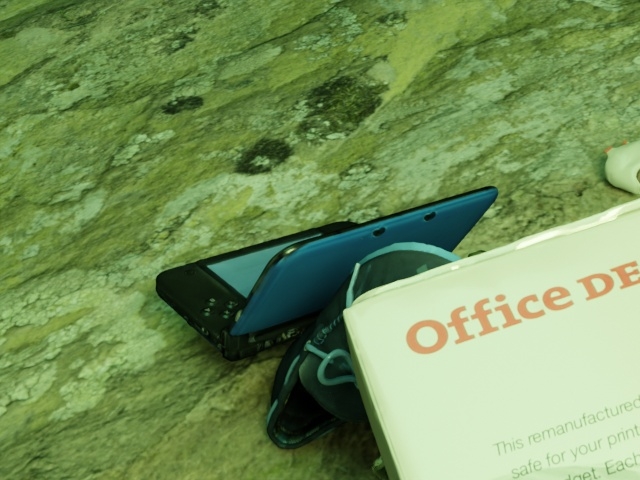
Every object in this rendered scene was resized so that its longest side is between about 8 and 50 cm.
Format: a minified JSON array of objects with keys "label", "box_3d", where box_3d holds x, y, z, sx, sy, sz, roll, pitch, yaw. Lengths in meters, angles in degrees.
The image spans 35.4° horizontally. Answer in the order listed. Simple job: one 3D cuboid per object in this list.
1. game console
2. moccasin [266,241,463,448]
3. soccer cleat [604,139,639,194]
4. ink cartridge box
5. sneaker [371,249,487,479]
[{"label":"game console","box_3d":[0.000,0.000,1.087,0.293,0.173,0.250,-16,33,-34]},{"label":"moccasin","box_3d":[0.045,0.120,0.920,0.137,0.342,0.117,28,57,-3]},{"label":"soccer cleat","box_3d":[0.442,-0.117,1.243,0.196,0.068,0.076,-31,46,-9]},{"label":"ink cartridge box","box_3d":[0.209,0.191,0.615,0.285,0.166,0.395,-17,58,-4]},{"label":"sneaker","box_3d":[0.128,0.162,0.945,0.182,0.158,0.410,-18,33,15]}]
